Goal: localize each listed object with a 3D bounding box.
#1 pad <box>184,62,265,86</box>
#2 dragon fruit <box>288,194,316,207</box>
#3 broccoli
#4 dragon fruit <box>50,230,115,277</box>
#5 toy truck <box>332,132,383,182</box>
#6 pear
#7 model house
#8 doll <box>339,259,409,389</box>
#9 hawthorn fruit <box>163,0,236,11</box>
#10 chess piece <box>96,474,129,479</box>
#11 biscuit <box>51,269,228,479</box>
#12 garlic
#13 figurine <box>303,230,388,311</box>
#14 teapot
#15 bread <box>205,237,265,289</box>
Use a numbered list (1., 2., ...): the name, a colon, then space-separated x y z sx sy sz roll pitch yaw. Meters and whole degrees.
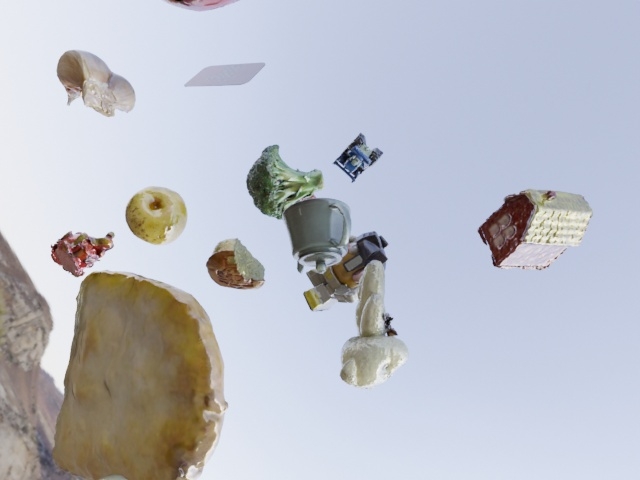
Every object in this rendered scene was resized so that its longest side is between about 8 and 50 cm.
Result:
1. pad: -0.338 -0.586 1.499 0.267 0.181 0.004 6 -44 21
2. dragon fruit: -0.111 -0.160 1.851 0.200 0.198 0.269 -6 -34 32
3. broccoli: -0.122 -0.203 1.442 0.269 0.269 0.254 -7 -95 48
4. dragon fruit: -0.741 0.030 1.329 0.150 0.207 0.133 57 -8 51
5. toy truck: 0.128 -0.293 1.548 0.113 0.126 0.208 42 -9 -6
6. pear: -0.459 -0.066 1.194 0.178 0.178 0.178 24 -52 35
7. model house: 0.599 -0.044 1.170 0.254 0.195 0.160 114 -26 -54
8. doll: 0.123 0.184 0.938 0.149 0.175 0.278 -9 -117 28
9. hawthorn fruit: -0.162 -0.490 0.633 0.275 0.307 0.276 8 -67 19
10. chess piece: -0.389 0.396 0.505 0.167 0.299 0.167 -14 -111 39
11. biscuit: -0.357 0.278 0.841 0.445 0.104 0.430 0 -98 30
12. garlic: -0.514 -0.355 0.983 0.099 0.174 0.124 13 -95 32
13. figurine: 0.087 0.090 1.292 0.308 0.309 0.143 2 -26 45
14. teapot: 0.000 0.000 0.967 0.239 0.162 0.149 -36 -129 52
15. bread: -0.226 0.071 1.107 0.125 0.086 0.156 -22 -52 27
